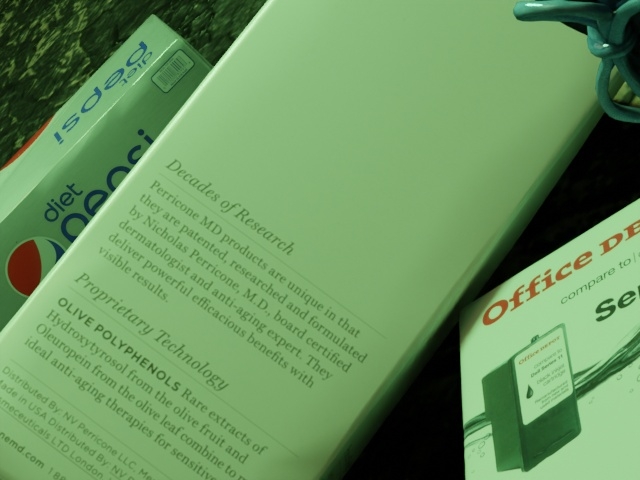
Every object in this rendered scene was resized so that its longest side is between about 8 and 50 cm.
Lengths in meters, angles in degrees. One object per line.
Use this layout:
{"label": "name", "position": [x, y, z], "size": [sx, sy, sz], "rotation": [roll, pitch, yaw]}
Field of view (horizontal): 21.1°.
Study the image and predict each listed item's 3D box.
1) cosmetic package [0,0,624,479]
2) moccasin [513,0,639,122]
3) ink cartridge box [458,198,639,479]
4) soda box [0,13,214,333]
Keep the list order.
{"label": "cosmetic package", "position": [0.000, 0.000, 0.818], "size": [0.365, 0.155, 0.197], "rotation": [-54, -6, -14]}
{"label": "moccasin", "position": [0.136, -0.115, 0.675], "size": [0.116, 0.138, 0.342], "rotation": [-25, 41, 15]}
{"label": "ink cartridge box", "position": [0.136, 0.078, 0.649], "size": [0.153, 0.087, 0.208], "rotation": [-34, 27, 23]}
{"label": "soda box", "position": [-0.183, -0.031, 1.280], "size": [0.286, 0.091, 0.098], "rotation": [-46, 25, 1]}
